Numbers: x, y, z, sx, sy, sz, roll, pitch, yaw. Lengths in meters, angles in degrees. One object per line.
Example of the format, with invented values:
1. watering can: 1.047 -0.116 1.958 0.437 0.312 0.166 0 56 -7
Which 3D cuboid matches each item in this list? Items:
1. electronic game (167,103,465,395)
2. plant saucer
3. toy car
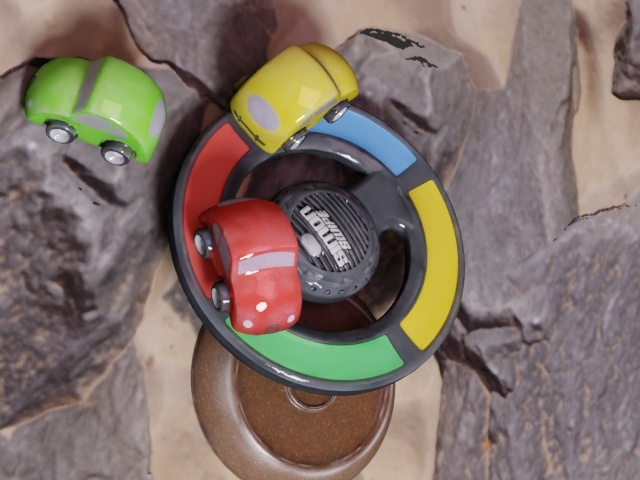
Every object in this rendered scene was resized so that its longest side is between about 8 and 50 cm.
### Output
1. electronic game: 0.000 0.000 1.398 0.229 0.048 0.229 10 65 -22
2. plant saucer: -0.012 0.102 1.413 0.168 0.029 0.168 4 82 -29
3. toy car: -0.092 -0.073 1.342 0.225 0.053 0.239 20 60 -8
